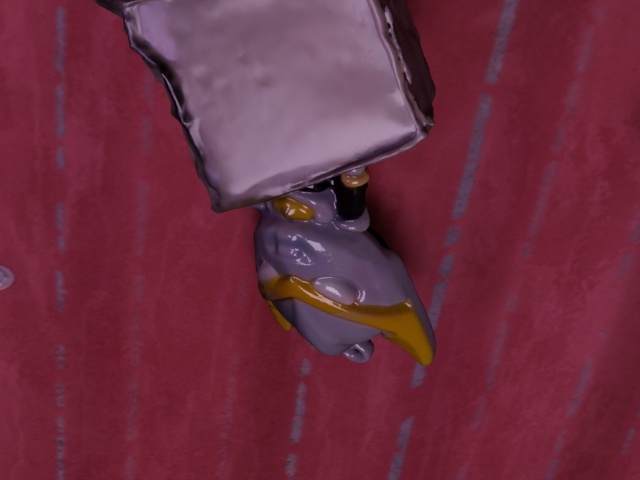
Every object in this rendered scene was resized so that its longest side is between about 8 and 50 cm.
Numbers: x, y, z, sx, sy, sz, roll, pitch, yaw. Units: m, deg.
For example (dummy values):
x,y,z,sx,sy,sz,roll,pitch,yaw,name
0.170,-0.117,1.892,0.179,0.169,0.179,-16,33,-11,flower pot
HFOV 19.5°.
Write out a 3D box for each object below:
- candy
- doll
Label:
x,y,z,sx,sy,sz,roll,pitch,yaw,name
-0.026,-0.133,1.290,0.195,0.137,0.185,-19,110,15,candy
0.004,0.001,1.516,0.145,0.103,0.316,-7,135,10,doll
